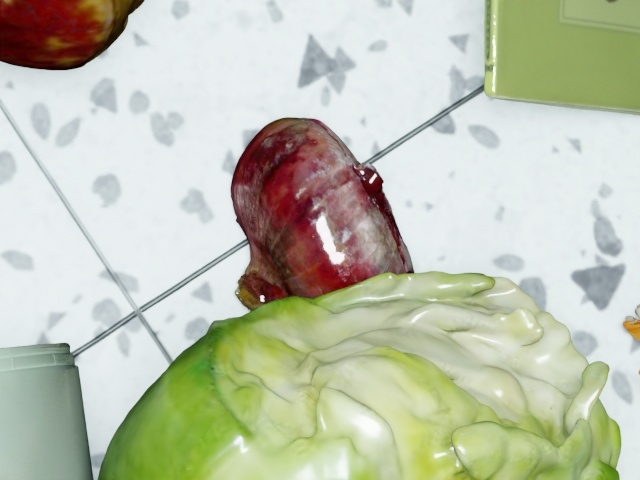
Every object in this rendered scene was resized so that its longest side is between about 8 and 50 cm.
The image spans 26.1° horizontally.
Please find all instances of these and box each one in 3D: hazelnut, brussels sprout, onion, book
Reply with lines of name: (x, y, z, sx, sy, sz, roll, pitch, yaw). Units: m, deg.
hazelnut: (-0.214, -0.245, 1.039, 0.218, 0.234, 0.218, 5, 116, 10)
brussels sprout: (0.022, 0.170, 0.981, 0.371, 0.315, 0.276, -17, 49, -34)
onion: (0.000, 0.000, 1.110, 0.151, 0.098, 0.206, -37, 91, -13)
book: (0.225, -0.285, 1.145, 0.239, 0.035, 0.352, 1, 91, -38)

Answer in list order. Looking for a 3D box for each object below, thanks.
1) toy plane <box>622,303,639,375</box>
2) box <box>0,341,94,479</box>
toy plane: (0.326, 0.118, 1.170, 0.135, 0.062, 0.188, -35, 93, -38)
box: (-0.277, 0.163, 0.978, 0.226, 0.226, 0.149, -8, 84, -11)
